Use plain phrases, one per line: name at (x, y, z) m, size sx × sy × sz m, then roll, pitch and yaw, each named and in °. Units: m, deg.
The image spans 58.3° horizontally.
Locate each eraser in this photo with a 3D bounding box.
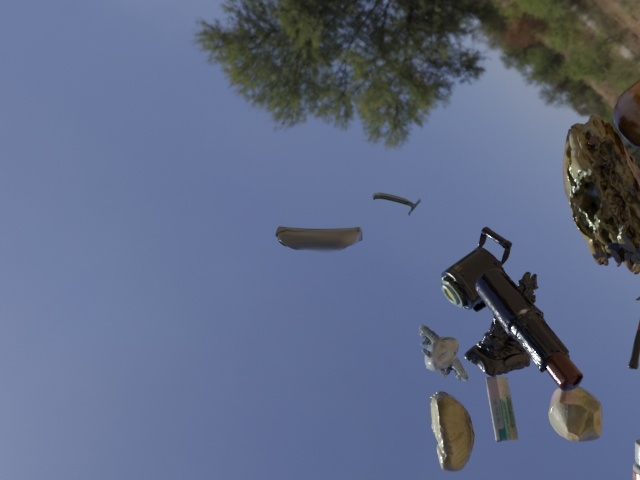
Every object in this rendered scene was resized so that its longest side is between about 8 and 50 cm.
eraser at (0.658, 0.612, 2.086) m, size 0.095 × 0.052 × 0.225 m, roll 19°, pitch -122°, yaw -44°

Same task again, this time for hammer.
hammer at (1.140, 0.325, 2.047) m, size 0.111 × 0.033 × 0.288 m, roll 38°, pitch -115°, yaw -35°

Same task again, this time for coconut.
coconut at (1.015, 0.692, 2.289) m, size 0.197 × 0.237 × 0.237 m, roll 4°, pitch -172°, yaw 32°

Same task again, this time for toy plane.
toy plane at (0.468, 0.432, 2.198) m, size 0.267 × 0.122 × 0.267 m, roll 39°, pitch -159°, yaw -19°

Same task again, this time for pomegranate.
pomegranate at (0.837, -0.315, 1.424) m, size 0.207 × 0.207 × 0.207 m, roll 29°, pitch -148°, yaw -20°

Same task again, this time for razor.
razor at (0.242, -0.133, 1.886) m, size 0.191 × 0.068 × 0.037 m, roll 12°, pitch -142°, yaw -34°

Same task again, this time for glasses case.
glasses case at (0.001, 0.000, 2.029) m, size 0.128 × 0.308 × 0.083 m, roll 36°, pitch -123°, yaw -66°

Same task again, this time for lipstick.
lipstick at (0.411, 0.171, 1.141) m, size 0.081 × 0.081 × 0.300 m, roll 20°, pitch -154°, yaw -33°

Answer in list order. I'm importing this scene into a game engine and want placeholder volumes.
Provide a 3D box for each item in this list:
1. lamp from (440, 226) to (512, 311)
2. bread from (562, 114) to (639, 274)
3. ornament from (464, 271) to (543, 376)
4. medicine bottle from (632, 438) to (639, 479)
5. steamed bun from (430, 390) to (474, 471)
lamp at (0.668, 0.163, 2.530) m, size 0.272 × 0.374 × 0.205 m, roll -18°, pitch -144°, yaw -23°
bread at (0.737, -0.099, 1.476) m, size 0.370 × 0.191 × 0.314 m, roll 36°, pitch -133°, yaw -32°
ornament at (0.516, 0.215, 1.542) m, size 0.251 × 0.261 × 0.106 m, roll -3°, pitch -158°, yaw -43°
medicine bottle at (1.108, 0.795, 1.888) m, size 0.144 × 0.144 × 0.252 m, roll 3°, pitch -91°, yaw -47°
steamed bun at (0.378, 0.538, 1.631) m, size 0.231 × 0.110 × 0.213 m, roll 58°, pitch -153°, yaw -78°
